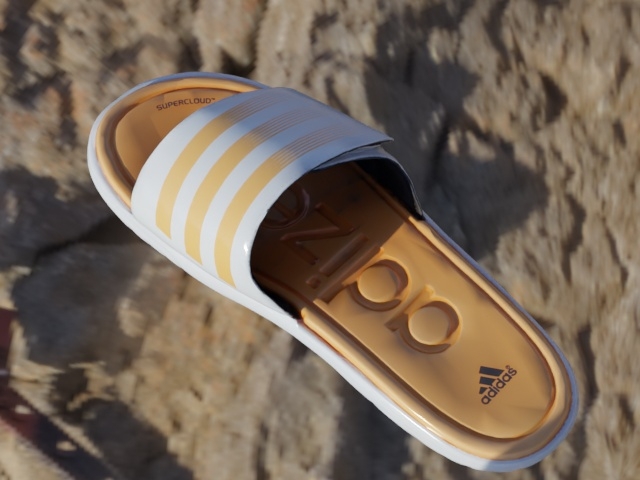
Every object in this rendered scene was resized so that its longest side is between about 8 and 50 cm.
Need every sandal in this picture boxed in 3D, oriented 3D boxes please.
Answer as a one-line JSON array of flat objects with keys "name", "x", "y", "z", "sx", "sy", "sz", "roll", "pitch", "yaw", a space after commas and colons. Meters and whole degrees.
[{"name": "sandal", "x": 0.008, "y": -0.007, "z": 0.777, "sx": 0.265, "sy": 0.076, "sz": 0.102, "roll": 36, "pitch": 69, "yaw": 20}]
